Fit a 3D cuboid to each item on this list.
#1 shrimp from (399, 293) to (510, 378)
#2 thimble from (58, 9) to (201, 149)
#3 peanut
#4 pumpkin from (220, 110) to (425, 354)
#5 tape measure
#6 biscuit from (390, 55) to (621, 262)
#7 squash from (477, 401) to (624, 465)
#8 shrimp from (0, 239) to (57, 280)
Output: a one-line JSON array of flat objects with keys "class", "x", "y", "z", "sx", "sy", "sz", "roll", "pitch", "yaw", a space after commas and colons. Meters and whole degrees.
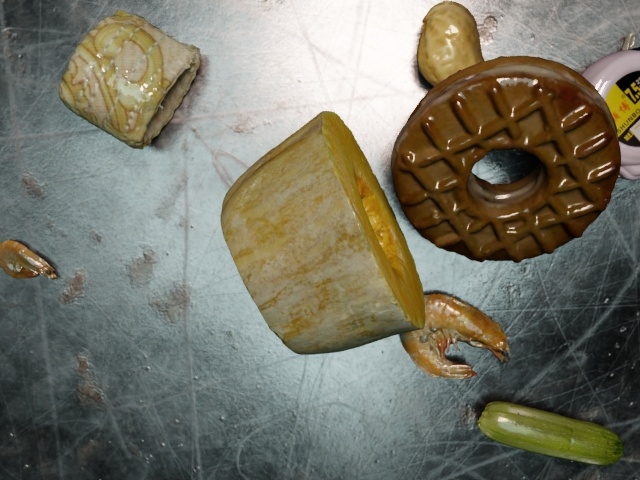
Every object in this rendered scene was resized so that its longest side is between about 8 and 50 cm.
[{"class": "shrimp", "x": 0.216, "y": 0.161, "z": 1.145, "sx": 0.188, "sy": 0.051, "sz": 0.132, "roll": 23, "pitch": 107, "yaw": 7}, {"class": "thimble", "x": -0.284, "y": -0.248, "z": 1.073, "sx": 0.144, "sy": 0.137, "sz": 0.190, "roll": 33, "pitch": 84, "yaw": -2}, {"class": "peanut", "x": 0.207, "y": -0.249, "z": 1.081, "sx": 0.103, "sy": 0.098, "sz": 0.229, "roll": -14, "pitch": 94, "yaw": 21}, {"class": "pumpkin", "x": 0.000, "y": 0.000, "z": 1.013, "sx": 0.199, "sy": 0.332, "sz": 0.332, "roll": -21, "pitch": 94, "yaw": 16}, {"class": "tape measure", "x": 0.470, "y": -0.203, "z": 1.080, "sx": 0.196, "sy": 0.105, "sz": 0.178, "roll": -44, "pitch": 100, "yaw": 6}, {"class": "biscuit", "x": 0.264, "y": -0.107, "z": 1.023, "sx": 0.332, "sy": 0.103, "sz": 0.332, "roll": 3, "pitch": 130, "yaw": 3}, {"class": "squash", "x": 0.368, "y": 0.312, "z": 1.139, "sx": 0.239, "sy": 0.069, "sz": 0.069, "roll": 14, "pitch": 95, "yaw": -1}, {"class": "shrimp", "x": -0.482, "y": 0.043, "z": 1.159, "sx": 0.108, "sy": 0.023, "sz": 0.059, "roll": 36, "pitch": 104, "yaw": -2}]
